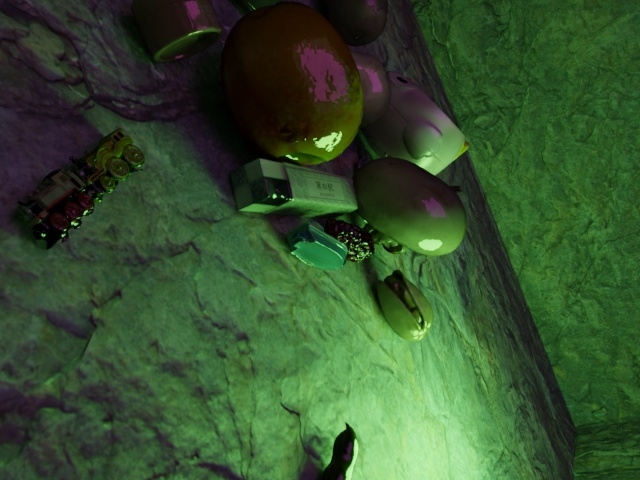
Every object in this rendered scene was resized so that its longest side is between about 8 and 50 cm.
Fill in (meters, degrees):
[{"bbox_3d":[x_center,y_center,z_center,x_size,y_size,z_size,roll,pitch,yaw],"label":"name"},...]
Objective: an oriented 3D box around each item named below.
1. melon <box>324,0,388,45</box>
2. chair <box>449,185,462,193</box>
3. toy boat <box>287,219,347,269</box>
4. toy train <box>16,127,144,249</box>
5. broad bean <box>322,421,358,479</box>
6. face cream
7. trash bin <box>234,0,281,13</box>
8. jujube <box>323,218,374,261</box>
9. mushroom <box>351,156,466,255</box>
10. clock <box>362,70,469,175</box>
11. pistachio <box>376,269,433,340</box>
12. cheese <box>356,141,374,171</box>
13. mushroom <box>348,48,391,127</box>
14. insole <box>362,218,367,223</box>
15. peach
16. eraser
[{"bbox_3d":[0.125,-0.829,1.883,0.223,0.223,0.316,29,48,-49],"label":"melon"},{"bbox_3d":[0.340,-0.112,1.820,0.326,0.183,0.175,-13,110,-60],"label":"chair"},{"bbox_3d":[0.000,0.000,1.307,0.215,0.088,0.102,32,43,-46],"label":"toy boat"},{"bbox_3d":[-0.356,-0.085,0.809,0.085,0.053,0.249,48,35,-19],"label":"toy train"},{"bbox_3d":[0.031,0.523,1.077,0.098,0.056,0.317,48,41,-44],"label":"broad bean"},{"bbox_3d":[-0.277,-0.426,1.044,0.149,0.149,0.104,-38,107,-59],"label":"face cream"},{"bbox_3d":[-0.125,-0.749,1.396,0.220,0.250,0.219,32,41,-47],"label":"trash bin"},{"bbox_3d":[0.075,0.003,1.431,0.166,0.104,0.104,19,56,-39],"label":"jujube"},{"bbox_3d":[0.232,-0.069,1.543,0.362,0.294,0.362,30,15,-9],"label":"mushroom"},{"bbox_3d":[0.281,-0.385,1.821,0.377,0.250,0.368,43,16,-13],"label":"clock"},{"bbox_3d":[0.243,0.193,1.553,0.215,0.144,0.144,62,30,-2],"label":"pistachio"},{"bbox_3d":[0.152,-0.231,1.745,0.105,0.042,0.190,48,35,-35],"label":"cheese"},{"bbox_3d":[0.072,-0.449,1.602,0.260,0.254,0.234,53,-12,-11],"label":"mushroom"},{"bbox_3d":[0.118,-0.110,1.646,0.192,0.010,0.063,53,34,-29],"label":"insole"},{"bbox_3d":[-0.061,-0.356,1.209,0.373,0.290,0.372,5,78,-25],"label":"peach"},{"bbox_3d":[-0.045,-0.116,1.289,0.404,0.098,0.096,-1,74,-59],"label":"eraser"}]
